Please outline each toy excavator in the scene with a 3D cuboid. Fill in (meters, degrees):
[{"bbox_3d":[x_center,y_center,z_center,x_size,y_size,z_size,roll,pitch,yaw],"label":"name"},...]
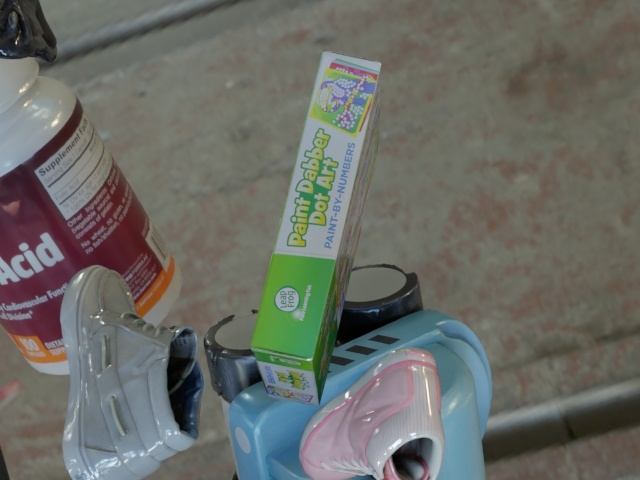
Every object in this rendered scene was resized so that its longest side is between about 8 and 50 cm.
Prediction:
[{"bbox_3d":[0.044,0.229,1.344,0.433,0.222,0.445,-22,26,-29],"label":"toy excavator"}]

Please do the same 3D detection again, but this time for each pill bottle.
[{"bbox_3d":[-0.348,-0.051,1.739,0.224,0.392,0.224,-22,29,13],"label":"pill bottle"}]

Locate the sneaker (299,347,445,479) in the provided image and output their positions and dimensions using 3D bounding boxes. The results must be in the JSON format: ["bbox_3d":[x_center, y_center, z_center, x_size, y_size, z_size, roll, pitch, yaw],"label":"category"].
[{"bbox_3d":[0.030,0.128,0.879,0.134,0.051,0.070,-50,39,41],"label":"sneaker"}]

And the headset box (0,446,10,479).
[{"bbox_3d":[-0.333,0.166,0.838,0.293,0.110,0.218,3,23,-22],"label":"headset box"}]

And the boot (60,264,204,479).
[{"bbox_3d":[-0.159,0.104,1.309,0.123,0.095,0.258,-29,44,19],"label":"boot"}]

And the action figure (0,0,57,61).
[{"bbox_3d":[-0.170,-0.229,0.683,0.141,0.164,0.275,24,108,63],"label":"action figure"}]

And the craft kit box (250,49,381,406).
[{"bbox_3d":[0.000,0.000,1.242,0.061,0.246,0.250,12,76,7],"label":"craft kit box"}]
